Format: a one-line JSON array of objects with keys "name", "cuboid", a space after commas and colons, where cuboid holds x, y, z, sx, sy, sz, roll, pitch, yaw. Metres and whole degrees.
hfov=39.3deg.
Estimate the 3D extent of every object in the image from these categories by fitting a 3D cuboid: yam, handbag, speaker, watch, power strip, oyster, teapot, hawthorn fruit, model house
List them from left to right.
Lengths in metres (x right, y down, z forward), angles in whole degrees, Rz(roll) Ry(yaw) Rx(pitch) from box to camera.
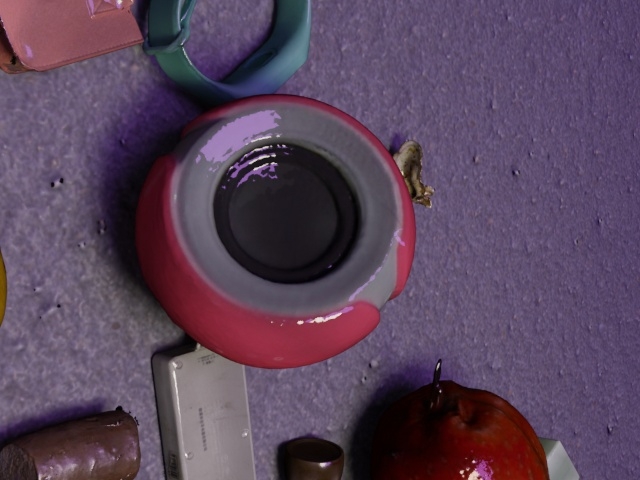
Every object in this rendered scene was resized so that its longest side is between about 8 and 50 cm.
[{"name": "handbag", "cuboid": [-0.267, -0.279, 0.870, 0.157, 0.059, 0.213, -29, 113, -37]}, {"name": "yam", "cuboid": [-0.250, 0.222, 0.904, 0.127, 0.084, 0.084, -8, 98, -46]}, {"name": "power strip", "cuboid": [-0.125, 0.291, 1.049, 0.106, 0.043, 0.367, -12, 100, -42]}, {"name": "watch", "cuboid": [-0.096, -0.253, 1.013, 0.237, 0.068, 0.195, -49, 130, -31]}, {"name": "speaker", "cuboid": [-0.051, -0.004, 0.948, 0.294, 0.294, 0.294, -3, 95, -43]}, {"name": "teapot", "cuboid": [-0.008, 0.296, 1.145, 0.121, 0.076, 0.068, -31, 128, -70]}, {"name": "oyster", "cuboid": [0.137, -0.096, 1.260, 0.038, 0.080, 0.083, -36, 153, -60]}, {"name": "hawthorn fruit", "cuboid": [0.187, 0.292, 1.200, 0.254, 0.254, 0.300, -23, 116, -40]}, {"name": "model house", "cuboid": [0.317, 0.392, 1.416, 0.149, 0.127, 0.100, -51, 124, -32]}]

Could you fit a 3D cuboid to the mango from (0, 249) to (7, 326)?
[{"name": "mango", "cuboid": [-0.350, 0.020, 0.787, 0.137, 0.098, 0.195, -36, 122, -40]}]
